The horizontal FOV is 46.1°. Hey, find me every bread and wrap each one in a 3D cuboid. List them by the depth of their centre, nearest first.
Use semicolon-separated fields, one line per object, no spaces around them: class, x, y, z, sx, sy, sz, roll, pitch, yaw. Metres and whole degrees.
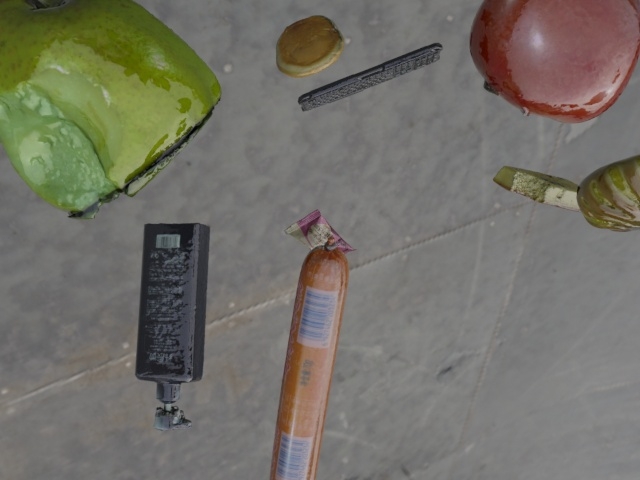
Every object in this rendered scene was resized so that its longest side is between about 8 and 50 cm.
bread;-0.017;-0.277;1.075;0.110;0.110;0.024;-38;142;-4
bread;0.505;-0.074;1.156;0.213;0.105;0.213;-6;166;-1
bread;0.454;-0.104;1.519;0.226;0.088;0.049;7;115;-38

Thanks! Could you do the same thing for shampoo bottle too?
shampoo bottle;-0.226;0.129;1.141;0.071;0.098;0.310;26;65;-72

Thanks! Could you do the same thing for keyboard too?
keyboard;0.086;-0.281;1.310;0.262;0.016;0.106;-21;176;4

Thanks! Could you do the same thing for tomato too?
tomato;0.227;-0.195;0.712;0.167;0.167;0.167;-23;138;-22

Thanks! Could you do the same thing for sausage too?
sausage;-0.016;0.158;0.801;0.053;0.053;0.348;-7;115;-36

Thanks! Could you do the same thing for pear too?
pear;-0.295;-0.178;0.904;0.159;0.292;0.293;-60;165;-50

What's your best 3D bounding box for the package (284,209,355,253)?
package;0.000;0.000;0.965;0.059;0.029;0.083;-28;125;28
